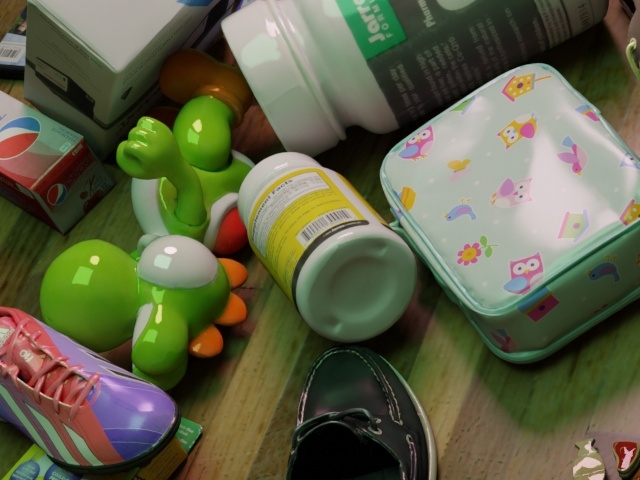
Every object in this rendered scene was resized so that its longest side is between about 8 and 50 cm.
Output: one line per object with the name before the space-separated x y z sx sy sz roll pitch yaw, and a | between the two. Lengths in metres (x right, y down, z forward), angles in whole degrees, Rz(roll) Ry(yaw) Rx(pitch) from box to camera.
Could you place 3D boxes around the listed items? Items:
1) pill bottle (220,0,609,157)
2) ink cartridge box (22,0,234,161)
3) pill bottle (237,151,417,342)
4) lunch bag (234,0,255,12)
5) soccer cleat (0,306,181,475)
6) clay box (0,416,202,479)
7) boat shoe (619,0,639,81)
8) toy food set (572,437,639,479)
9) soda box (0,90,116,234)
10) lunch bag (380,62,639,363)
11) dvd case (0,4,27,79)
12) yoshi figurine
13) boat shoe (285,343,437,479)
pill bottle | 0.095 -0.235 1.769 0.361 0.204 0.204 -28 44 3
ink cartridge box | -0.202 -0.241 1.864 0.129 0.307 0.223 41 72 1
pill bottle | 0.000 0.000 1.645 0.119 0.119 0.208 -34 34 -3
lunch bag | -0.025 -0.256 1.940 0.151 0.096 0.129 -37 45 15
soccer cleat | -0.261 0.130 1.620 0.318 0.116 0.108 17 55 44
clay box | -0.226 0.228 1.628 0.127 0.053 0.222 17 57 39
boat shoe | 0.345 -0.195 1.667 0.096 0.116 0.324 -23 40 15
toy food set | 0.248 0.212 1.421 0.078 0.019 0.122 -11 39 19
soda box | -0.356 -0.105 1.985 0.263 0.083 0.092 28 68 41
lunch bag | 0.187 -0.028 1.601 0.224 0.108 0.279 -36 41 3
dvd case | -0.293 -0.298 2.168 0.180 0.022 0.253 8 56 33
yoshi figurine | -0.183 -0.019 1.746 0.203 0.203 0.362 -15 47 27
boat shoe | 0.025 0.204 1.478 0.127 0.113 0.340 -16 45 17
